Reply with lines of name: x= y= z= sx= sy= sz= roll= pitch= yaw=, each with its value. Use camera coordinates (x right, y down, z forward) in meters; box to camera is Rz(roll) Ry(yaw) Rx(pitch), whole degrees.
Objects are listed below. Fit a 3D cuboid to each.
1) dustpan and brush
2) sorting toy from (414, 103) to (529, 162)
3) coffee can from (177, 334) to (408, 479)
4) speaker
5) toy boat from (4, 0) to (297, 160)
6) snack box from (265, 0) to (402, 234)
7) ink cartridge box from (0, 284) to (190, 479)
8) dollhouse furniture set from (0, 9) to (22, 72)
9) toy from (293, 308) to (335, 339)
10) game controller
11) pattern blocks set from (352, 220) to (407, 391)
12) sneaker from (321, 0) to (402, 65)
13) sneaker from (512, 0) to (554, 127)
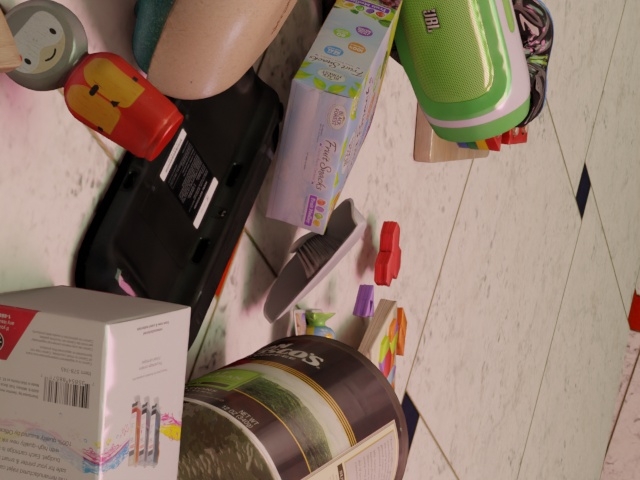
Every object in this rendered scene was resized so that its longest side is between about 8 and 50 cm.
dustpan and brush: x=0.000 y=0.000 z=1.584 sx=0.147 sy=0.060 sz=0.211 roll=-49 pitch=175 yaw=18
sorting toy: x=0.221 y=-0.235 z=2.015 sx=0.255 sy=0.089 sz=0.257 roll=-12 pitch=107 yaw=-65
coffee can: x=-0.061 y=0.210 z=1.347 sx=0.275 sy=0.201 sz=0.201 roll=-18 pitch=113 yaw=-65
speaker: x=0.136 y=-0.258 z=1.569 sx=0.131 sy=0.131 sz=0.296 roll=-54 pitch=134 yaw=-48
toy boat: x=-0.114 y=-0.197 z=1.165 sx=0.318 sy=0.148 sz=0.267 roll=-54 pitch=180 yaw=-41
snack box: x=0.015 y=-0.137 z=1.502 sx=0.207 sy=0.070 sz=0.174 roll=-64 pitch=171 yaw=-49
ink cartridge box: x=-0.188 y=0.133 z=1.127 sx=0.127 sy=0.128 sz=0.176 roll=-7 pitch=104 yaw=-66
dollhouse furniture set: x=-0.290 y=-0.154 z=0.864 sx=0.184 sy=0.129 sz=0.129 roll=65 pitch=25 yaw=2
toy: x=0.009 y=0.193 z=1.634 sx=0.137 sy=0.056 sz=0.237 roll=12 pitch=73 yaw=-77
game controller: x=-0.122 y=-0.043 z=1.334 sx=0.166 sy=0.067 sz=0.319 roll=51 pitch=48 yaw=-40
pattern blocks set: x=0.071 y=0.172 z=1.812 sx=0.285 sy=0.026 sz=0.325 roll=-67 pitch=159 yaw=-48
sneaker: x=0.062 y=-0.235 z=1.658 sx=0.227 sy=0.087 sz=0.130 roll=53 pitch=51 yaw=-54
sneaker: x=0.264 y=-0.231 z=1.916 sx=0.078 sy=0.067 sz=0.188 roll=-58 pitch=149 yaw=-54
